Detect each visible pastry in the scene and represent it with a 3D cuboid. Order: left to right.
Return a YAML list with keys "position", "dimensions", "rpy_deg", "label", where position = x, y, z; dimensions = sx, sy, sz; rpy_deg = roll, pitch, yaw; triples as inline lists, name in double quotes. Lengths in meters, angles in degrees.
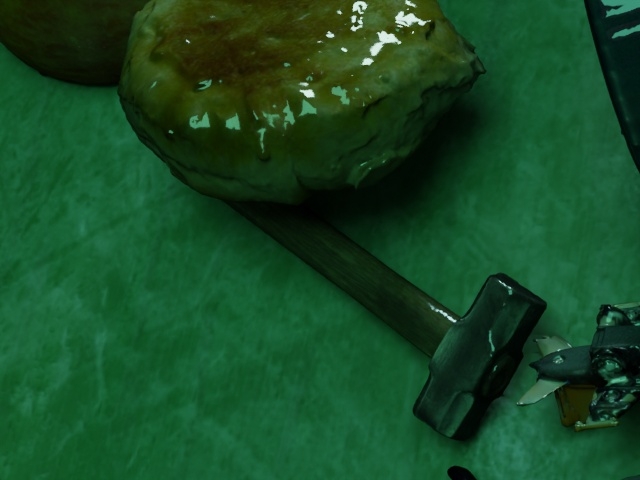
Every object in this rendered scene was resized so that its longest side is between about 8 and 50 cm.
- position: [-0.023, -0.118, 1.320]
  dimensions: [0.236, 0.121, 0.257]
  rpy_deg: [-26, 43, -11]
  label: "pastry"

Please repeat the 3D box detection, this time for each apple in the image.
- position: [-0.173, -0.284, 1.450]
  dimensions: [0.251, 0.163, 0.293]
  rpy_deg: [20, 78, 29]
  label: "apple"

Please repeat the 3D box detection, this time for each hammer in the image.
- position: [0.000, 0.000, 1.317]
  dimensions: [0.365, 0.043, 0.111]
  rpy_deg: [36, 102, 34]
  label: "hammer"

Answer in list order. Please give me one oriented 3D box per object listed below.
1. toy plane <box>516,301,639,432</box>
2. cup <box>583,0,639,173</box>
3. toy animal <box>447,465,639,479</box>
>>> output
- position: [0.220, 0.073, 1.174]
  dimensions: [0.188, 0.062, 0.135]
  rpy_deg: [-15, 28, 29]
  label: "toy plane"
- position: [0.322, -0.187, 1.166]
  dimensions: [0.292, 0.242, 0.308]
  rpy_deg: [-16, 65, 17]
  label: "cup"
- position: [0.237, 0.182, 1.122]
  dimensions: [0.324, 0.090, 0.195]
  rpy_deg: [-19, 39, 18]
  label: "toy animal"
